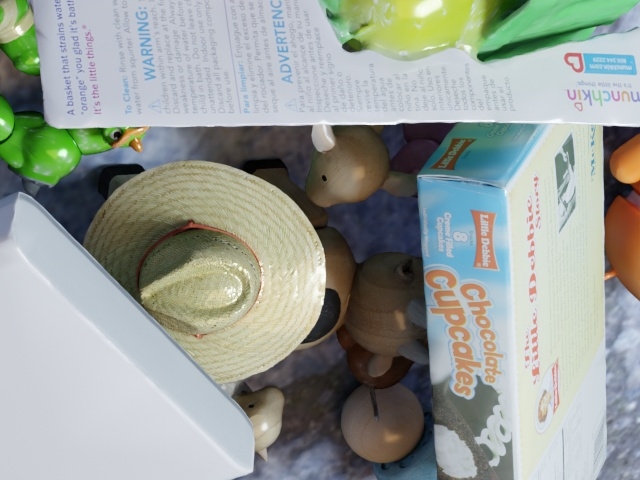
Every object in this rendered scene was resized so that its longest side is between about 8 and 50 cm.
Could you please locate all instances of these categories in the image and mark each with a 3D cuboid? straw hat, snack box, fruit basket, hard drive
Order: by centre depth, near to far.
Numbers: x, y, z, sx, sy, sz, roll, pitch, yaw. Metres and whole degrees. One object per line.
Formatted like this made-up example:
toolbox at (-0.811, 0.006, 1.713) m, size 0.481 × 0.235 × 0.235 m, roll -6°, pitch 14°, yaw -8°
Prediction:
fruit basket at (0.002, -0.211, 1.085) m, size 0.353 × 0.327 × 0.165 m, roll -4°, pitch 166°, yaw -18°
straw hat at (-0.069, 0.024, 1.135) m, size 0.144 × 0.061 × 0.144 m, roll 0°, pitch 100°, yaw 1°
hard drive at (-0.248, 0.110, 1.160) m, size 0.353 × 0.047 × 0.233 m, roll -20°, pitch 134°, yaw 24°
snack box at (0.126, 0.059, 1.255) m, size 0.187 × 0.060 × 0.322 m, roll -51°, pitch 143°, yaw -51°

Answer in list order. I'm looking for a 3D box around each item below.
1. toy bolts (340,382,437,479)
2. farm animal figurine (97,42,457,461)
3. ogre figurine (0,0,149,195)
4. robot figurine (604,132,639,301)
toy bolts at (0.063, 0.208, 1.396) m, size 0.158 × 0.218 × 0.228 m, roll 41°, pitch 58°, yaw -24°
farm animal figurine at (0.000, 0.000, 1.251) m, size 0.327 × 0.172 × 0.330 m, roll -19°, pitch 126°, yaw -16°
ogre figurine at (-0.135, -0.109, 1.169) m, size 0.197 × 0.097 × 0.118 m, roll -38°, pitch 113°, yaw -22°
robot figurine at (0.287, -0.030, 1.418) m, size 0.219 × 0.128 × 0.158 m, roll -51°, pitch 156°, yaw 7°
